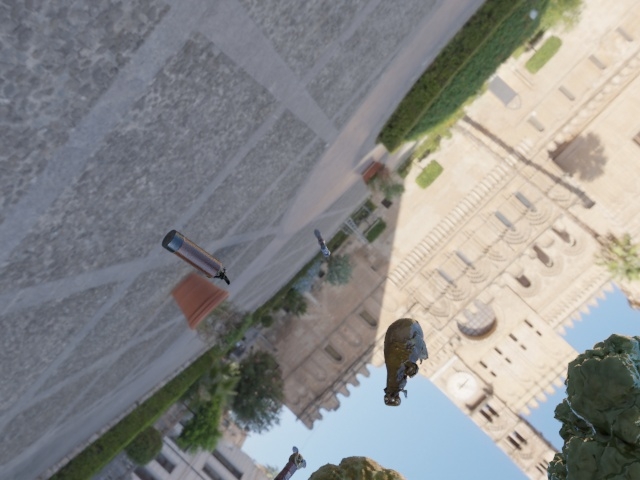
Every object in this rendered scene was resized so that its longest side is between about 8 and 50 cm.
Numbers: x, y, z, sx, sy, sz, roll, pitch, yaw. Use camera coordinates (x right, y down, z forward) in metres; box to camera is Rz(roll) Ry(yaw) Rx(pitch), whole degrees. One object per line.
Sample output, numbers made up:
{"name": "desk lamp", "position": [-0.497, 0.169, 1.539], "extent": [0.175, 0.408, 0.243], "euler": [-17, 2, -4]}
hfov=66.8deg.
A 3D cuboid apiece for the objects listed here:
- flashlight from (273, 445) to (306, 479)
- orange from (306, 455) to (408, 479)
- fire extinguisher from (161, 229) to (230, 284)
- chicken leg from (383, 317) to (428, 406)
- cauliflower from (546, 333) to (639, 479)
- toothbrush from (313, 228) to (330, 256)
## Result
{"name": "flashlight", "position": [-0.063, 0.470, 0.994], "extent": [0.031, 0.052, 0.110], "euler": [-34, 176, 29]}
{"name": "orange", "position": [0.131, 0.694, 1.277], "extent": [0.210, 0.368, 0.271], "euler": [-56, 152, -33]}
{"name": "fire extinguisher", "position": [-0.129, 0.021, 0.517], "extent": [0.022, 0.083, 0.028], "euler": [-44, -145, 6]}
{"name": "chicken leg", "position": [0.181, 0.271, 1.074], "extent": [0.085, 0.101, 0.208], "euler": [-13, -138, 34]}
{"name": "cauliflower", "position": [0.332, 0.232, 0.411], "extent": [0.280, 0.327, 0.260], "euler": [-15, -171, -5]}
{"name": "toothbrush", "position": [0.000, 0.000, 0.933], "extent": [0.013, 0.019, 0.193], "euler": [-29, -166, 1]}
